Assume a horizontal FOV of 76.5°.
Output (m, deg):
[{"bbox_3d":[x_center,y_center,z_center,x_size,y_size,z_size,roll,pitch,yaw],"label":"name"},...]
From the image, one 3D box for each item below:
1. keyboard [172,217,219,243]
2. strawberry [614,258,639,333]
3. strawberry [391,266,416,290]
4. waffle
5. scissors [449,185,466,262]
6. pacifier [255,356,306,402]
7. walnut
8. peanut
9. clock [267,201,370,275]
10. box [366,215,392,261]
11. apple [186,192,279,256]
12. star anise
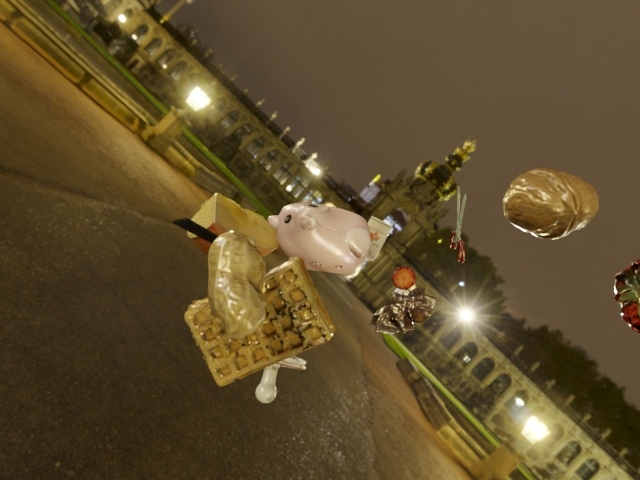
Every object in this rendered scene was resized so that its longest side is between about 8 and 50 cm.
[{"bbox_3d":[-0.365,-0.021,1.274,0.061,0.013,0.204,-9,-28,30],"label":"keyboard"},{"bbox_3d":[1.077,0.169,1.263,0.258,0.260,0.261,6,5,-7],"label":"strawberry"},{"bbox_3d":[0.487,0.219,2.373,0.145,0.145,0.086,45,15,8],"label":"strawberry"},{"bbox_3d":[-0.173,0.226,1.164,0.260,0.377,0.114,64,10,0],"label":"waffle"},{"bbox_3d":[0.471,-0.057,1.376,0.144,0.017,0.247,-89,175,-62],"label":"scissors"},{"bbox_3d":[-0.221,0.576,1.851,0.332,0.273,0.220,31,8,-42],"label":"pacifier"},{"bbox_3d":[0.844,-0.138,1.509,0.277,0.251,0.313,20,11,-11],"label":"walnut"},{"bbox_3d":[-0.205,0.105,1.016,0.140,0.154,0.325,67,0,-45],"label":"peanut"},{"bbox_3d":[0.000,0.000,1.599,0.369,0.250,0.377,4,-14,46],"label":"clock"},{"bbox_3d":[0.245,-0.007,1.910,0.109,0.198,0.029,28,23,5],"label":"box"},{"bbox_3d":[-0.333,-0.024,1.592,0.309,0.252,0.314,37,-22,-32],"label":"apple"},{"bbox_3d":[0.344,0.295,1.709,0.108,0.315,0.315,61,-5,-17],"label":"star anise"}]
